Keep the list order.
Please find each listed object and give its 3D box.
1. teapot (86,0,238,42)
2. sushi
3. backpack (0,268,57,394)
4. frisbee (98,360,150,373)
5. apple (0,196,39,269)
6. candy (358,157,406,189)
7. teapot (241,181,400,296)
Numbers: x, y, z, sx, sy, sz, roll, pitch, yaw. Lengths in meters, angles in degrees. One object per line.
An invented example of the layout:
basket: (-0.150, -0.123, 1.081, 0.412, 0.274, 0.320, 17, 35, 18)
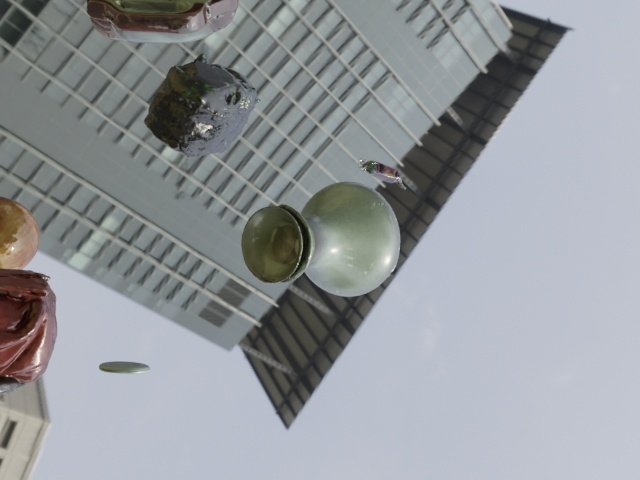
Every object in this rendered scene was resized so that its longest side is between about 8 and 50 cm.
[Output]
teapot: (-0.352, -0.541, 1.525, 0.312, 0.233, 0.315, 9, -140, 11)
sushi: (-0.182, -0.219, 1.099, 0.127, 0.124, 0.225, -56, 176, 22)
backpack: (-0.446, 0.097, 0.856, 0.229, 0.229, 0.139, 37, -59, 51)
frisbee: (-0.428, 0.277, 1.488, 0.110, 0.110, 0.014, 3, -93, 46)
apple: (-0.583, -0.005, 1.221, 0.146, 0.146, 0.131, -31, -156, 25)
candy: (0.166, -0.177, 1.785, 0.043, 0.175, 0.045, -25, -122, 45)
teapot: (0.000, 0.000, 1.024, 0.183, 0.250, 0.184, 1, -87, 35)
